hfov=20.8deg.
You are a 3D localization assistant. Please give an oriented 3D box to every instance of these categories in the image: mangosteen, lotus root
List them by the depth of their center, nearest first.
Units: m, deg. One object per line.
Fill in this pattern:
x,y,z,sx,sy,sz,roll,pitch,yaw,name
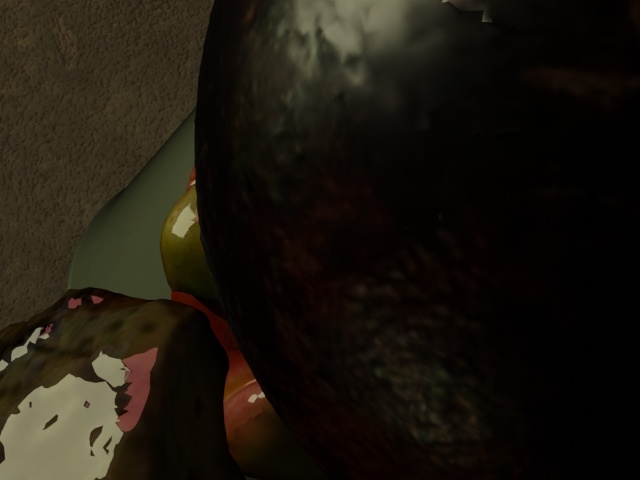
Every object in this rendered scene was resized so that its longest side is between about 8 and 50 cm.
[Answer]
0.105,-0.025,0.501,0.288,0.288,0.288,-57,5,8,mangosteen
-0.046,0.181,0.580,0.210,0.314,0.142,-25,17,47,lotus root

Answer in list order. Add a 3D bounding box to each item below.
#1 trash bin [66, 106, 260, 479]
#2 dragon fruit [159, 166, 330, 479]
0.000,0.000,1.245,0.432,0.280,0.280,-46,13,51,trash bin
0.042,0.021,0.744,0.224,0.227,0.224,6,-90,-81,dragon fruit
